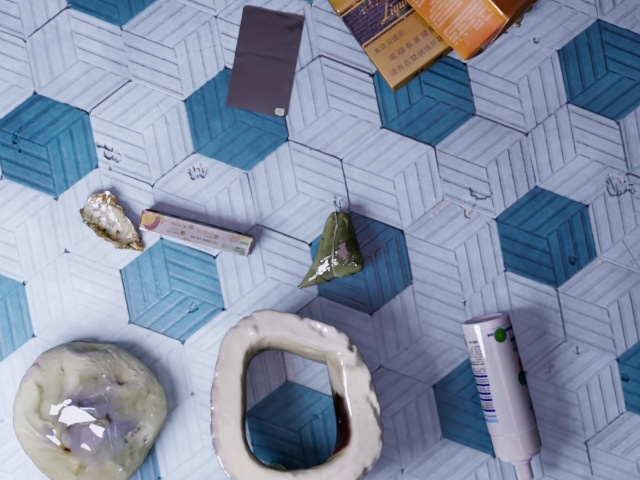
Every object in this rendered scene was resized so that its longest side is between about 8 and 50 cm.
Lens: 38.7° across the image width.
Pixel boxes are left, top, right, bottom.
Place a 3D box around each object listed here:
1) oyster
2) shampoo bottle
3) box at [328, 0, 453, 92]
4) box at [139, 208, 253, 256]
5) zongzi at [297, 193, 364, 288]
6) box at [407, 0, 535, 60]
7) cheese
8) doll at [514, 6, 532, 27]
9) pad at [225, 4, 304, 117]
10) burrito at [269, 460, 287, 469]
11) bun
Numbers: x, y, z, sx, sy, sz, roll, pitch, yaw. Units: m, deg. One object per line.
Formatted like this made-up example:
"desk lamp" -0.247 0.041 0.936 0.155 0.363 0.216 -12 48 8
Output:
"oyster" -0.379 -0.027 1.656 0.086 0.029 0.132 -23 94 4
"shampoo bottle" 0.336 0.287 1.653 0.092 0.092 0.303 -15 90 -2
"box" 0.122 -0.404 1.618 0.152 0.070 0.237 -35 88 7
"box" -0.223 -0.015 1.651 0.207 0.050 0.041 15 91 -2
"zongzi" 0.000 0.000 1.662 0.130 0.062 0.154 -17 85 10
"box" 0.226 -0.505 1.542 0.341 0.143 0.225 46 61 -3
"cheese" -0.046 0.286 1.585 0.292 0.153 0.332 -6 77 -7
"doll" 0.366 -0.435 1.671 0.061 0.051 0.093 40 91 -27
"pad" -0.102 -0.329 1.676 0.116 0.004 0.193 10 90 -2
"burrito" -0.014 0.540 1.654 0.096 0.066 0.309 -28 89 1
"bun" -0.408 0.308 1.590 0.273 0.168 0.273 -1 97 -7
